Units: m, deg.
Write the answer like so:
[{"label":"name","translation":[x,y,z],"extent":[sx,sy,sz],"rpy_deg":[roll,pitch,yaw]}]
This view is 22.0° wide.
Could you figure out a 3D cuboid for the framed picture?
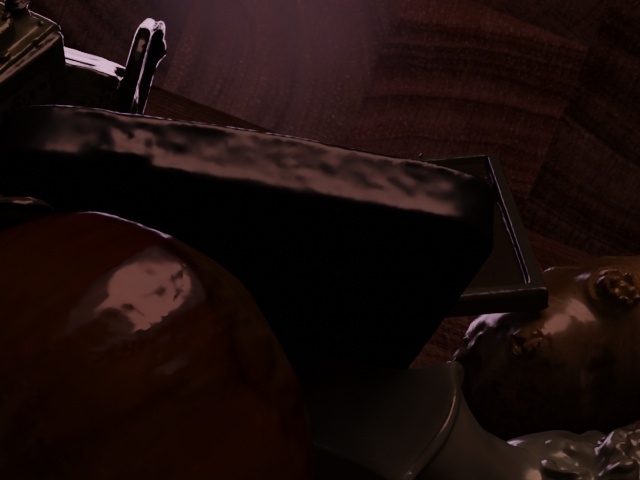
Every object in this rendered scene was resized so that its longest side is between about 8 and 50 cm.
[{"label":"framed picture","translation":[0.000,0.000,1.261],"extent":[0.314,0.024,0.232],"rpy_deg":[-6,29,-1]}]

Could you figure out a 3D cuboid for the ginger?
[{"label":"ginger","translation":[0.267,0.096,1.300],"extent":[0.375,0.236,0.166],"rpy_deg":[2,41,-19]}]

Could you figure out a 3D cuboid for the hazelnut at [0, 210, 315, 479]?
[{"label":"hazelnut","translation":[-0.108,0.082,0.721],"extent":[0.210,0.186,0.210],"rpy_deg":[39,6,-5]}]

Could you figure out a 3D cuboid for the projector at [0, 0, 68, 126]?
[{"label":"projector","translation":[-0.331,-0.103,1.157],"extent":[0.193,0.088,0.269],"rpy_deg":[25,47,26]}]

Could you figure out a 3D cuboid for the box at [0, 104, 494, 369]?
[{"label":"box","translation":[-0.063,0.013,1.013],"extent":[0.290,0.073,0.289],"rpy_deg":[8,-26,-8]}]

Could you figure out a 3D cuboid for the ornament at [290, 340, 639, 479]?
[{"label":"ornament","translation":[0.097,0.147,0.999],"extent":[0.285,0.120,0.130],"rpy_deg":[16,52,-5]}]

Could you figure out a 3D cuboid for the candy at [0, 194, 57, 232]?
[{"label":"candy","translation":[-0.225,0.010,0.864],"extent":[0.143,0.101,0.271],"rpy_deg":[4,-15,-16]}]

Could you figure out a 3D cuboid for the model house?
[{"label":"model house","translation":[-0.285,-0.109,1.344],"extent":[0.278,0.218,0.205],"rpy_deg":[16,9,-6]}]
